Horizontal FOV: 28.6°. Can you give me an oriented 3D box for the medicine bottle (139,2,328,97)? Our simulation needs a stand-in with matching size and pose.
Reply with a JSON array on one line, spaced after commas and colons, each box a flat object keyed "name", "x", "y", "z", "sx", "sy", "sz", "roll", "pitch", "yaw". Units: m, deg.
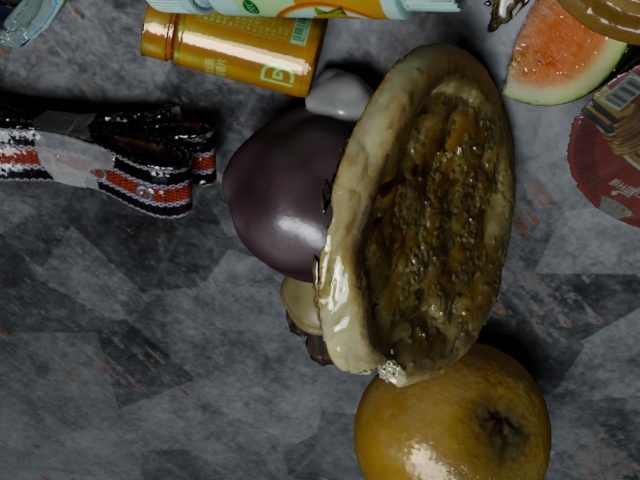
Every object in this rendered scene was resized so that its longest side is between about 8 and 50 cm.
[{"name": "medicine bottle", "x": -0.094, "y": -0.225, "z": 1.383, "sx": 0.192, "sy": 0.096, "sz": 0.096, "roll": 14, "pitch": 134, "yaw": -1}]

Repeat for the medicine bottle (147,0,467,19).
[{"name": "medicine bottle", "x": -0.011, "y": -0.298, "z": 1.234, "sx": 0.318, "sy": 0.158, "sz": 0.158, "roll": 5, "pitch": 134, "yaw": 18}]

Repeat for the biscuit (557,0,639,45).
[{"name": "biscuit", "x": 0.330, "y": -0.307, "z": 1.196, "sx": 0.262, "sy": 0.037, "sz": 0.262, "roll": 2, "pitch": 117, "yaw": 3}]

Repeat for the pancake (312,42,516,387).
[{"name": "pancake", "x": 0.114, "y": -0.014, "z": 1.365, "sx": 0.071, "sy": 0.382, "sz": 0.382, "roll": 14, "pitch": 140, "yaw": 35}]

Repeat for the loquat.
[{"name": "loquat", "x": 0.175, "y": 0.261, "z": 1.664, "sx": 0.263, "sy": 0.263, "sz": 0.263, "roll": 7, "pitch": 134, "yaw": 7}]

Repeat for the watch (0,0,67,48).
[{"name": "watch", "x": -0.376, "y": -0.361, "z": 1.353, "sx": 0.274, "sy": 0.068, "sz": 0.276, "roll": 32, "pitch": 132, "yaw": -10}]

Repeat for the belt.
[{"name": "belt", "x": -0.305, "y": -0.113, "z": 1.522, "sx": 0.360, "sy": 0.126, "sz": 0.094, "roll": 7, "pitch": 132, "yaw": 8}]

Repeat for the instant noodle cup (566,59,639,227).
[{"name": "instant noodle cup", "x": 0.399, "y": -0.129, "z": 1.351, "sx": 0.274, "sy": 0.090, "sz": 0.274, "roll": 3, "pitch": 139, "yaw": 3}]

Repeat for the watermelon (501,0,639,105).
[{"name": "watermelon", "x": 0.281, "y": -0.225, "z": 1.327, "sx": 0.119, "sy": 0.063, "sz": 0.245, "roll": 35, "pitch": 137, "yaw": 8}]

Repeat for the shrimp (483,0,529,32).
[{"name": "shrimp", "x": 0.172, "y": -0.310, "z": 1.280, "sx": 0.148, "sy": 0.035, "sz": 0.195, "roll": 20, "pitch": 130, "yaw": -7}]

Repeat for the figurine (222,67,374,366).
[{"name": "figurine", "x": 0.020, "y": -0.002, "z": 1.507, "sx": 0.206, "sy": 0.218, "sz": 0.365, "roll": -22, "pitch": 142, "yaw": 0}]
